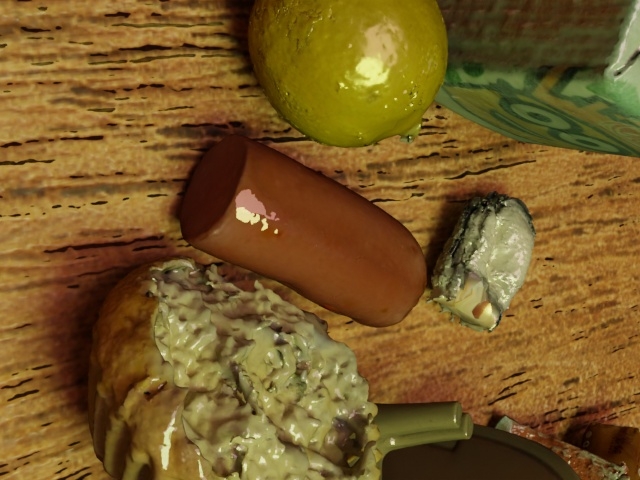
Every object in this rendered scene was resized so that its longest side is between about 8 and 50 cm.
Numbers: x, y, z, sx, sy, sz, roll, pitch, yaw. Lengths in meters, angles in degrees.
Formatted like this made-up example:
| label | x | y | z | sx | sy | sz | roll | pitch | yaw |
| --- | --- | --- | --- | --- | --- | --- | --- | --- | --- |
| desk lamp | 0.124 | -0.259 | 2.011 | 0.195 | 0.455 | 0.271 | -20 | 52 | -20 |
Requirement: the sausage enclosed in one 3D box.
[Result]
| label | x | y | z | sx | sy | sz | roll | pitch | yaw |
| --- | --- | --- | --- | --- | --- | --- | --- | --- | --- |
| sausage | 0.000 | 0.000 | 0.912 | 0.259 | 0.113 | 0.114 | 27 | 81 | -33 |

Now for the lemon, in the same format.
| label | x | y | z | sx | sy | sz | roll | pitch | yaw |
| --- | --- | --- | --- | --- | --- | --- | --- | --- | --- |
| lemon | 0.022 | -0.176 | 0.866 | 0.173 | 0.173 | 0.206 | -52 | 122 | -18 |

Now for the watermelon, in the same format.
| label | x | y | z | sx | sy | sz | roll | pitch | yaw |
| --- | --- | --- | --- | --- | --- | --- | --- | --- | --- |
| watermelon | 0.279 | 0.278 | 1.137 | 0.121 | 0.158 | 0.098 | 40 | 68 | -61 |

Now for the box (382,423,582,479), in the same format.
| label | x | y | z | sx | sy | sz | roll | pitch | yaw |
| --- | --- | --- | --- | --- | --- | --- | --- | --- | --- |
| box | 0.152 | 0.351 | 0.965 | 0.301 | 0.301 | 0.216 | -52 | 132 | -18 |

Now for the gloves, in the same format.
| label | x | y | z | sx | sy | sz | roll | pitch | yaw |
| --- | --- | --- | --- | --- | --- | --- | --- | --- | --- |
| gloves | 0.173 | 0.015 | 1.059 | 0.114 | 0.070 | 0.153 | 36 | 75 | -26 |

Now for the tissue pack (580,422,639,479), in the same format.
| label | x | y | z | sx | sy | sz | roll | pitch | yaw |
| --- | --- | --- | --- | --- | --- | --- | --- | --- | --- |
| tissue pack | 0.348 | 0.358 | 1.172 | 0.226 | 0.091 | 0.183 | -61 | 138 | -33 |

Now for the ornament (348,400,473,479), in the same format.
| label | x | y | z | sx | sy | sz | roll | pitch | yaw |
| --- | --- | --- | --- | --- | --- | --- | --- | --- | --- |
| ornament | 0.015 | 0.266 | 0.929 | 0.061 | 0.244 | 0.230 | 47 | 43 | -48 |

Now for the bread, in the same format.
| label | x | y | z | sx | sy | sz | roll | pitch | yaw |
| --- | --- | --- | --- | --- | --- | --- | --- | --- | --- |
| bread | -0.082 | 0.139 | 0.818 | 0.274 | 0.274 | 0.149 | 24 | 121 | -35 |

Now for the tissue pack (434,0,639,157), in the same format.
| label | x | y | z | sx | sy | sz | roll | pitch | yaw |
| --- | --- | --- | --- | --- | --- | --- | --- | --- | --- |
| tissue pack | 0.245 | -0.165 | 0.937 | 0.227 | 0.310 | 0.128 | 19 | 90 | -34 |
